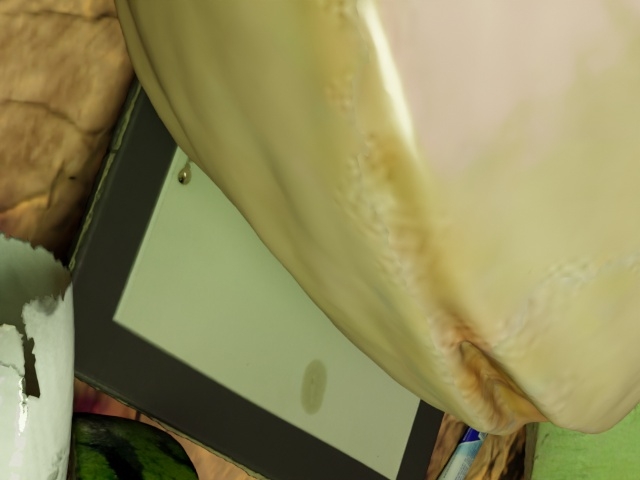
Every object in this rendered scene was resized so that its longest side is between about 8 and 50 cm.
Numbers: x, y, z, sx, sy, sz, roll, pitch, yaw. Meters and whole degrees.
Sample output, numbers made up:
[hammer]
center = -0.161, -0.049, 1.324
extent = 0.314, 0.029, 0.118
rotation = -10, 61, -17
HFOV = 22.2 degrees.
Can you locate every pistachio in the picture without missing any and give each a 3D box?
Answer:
[pistachio]
center = 0.072, -0.095, 0.747
extent = 0.445, 0.282, 0.365
rotation = 46, 38, -61

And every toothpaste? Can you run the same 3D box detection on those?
[toothpaste]
center = 0.099, 0.146, 1.110
extent = 0.083, 0.015, 0.024
rotation = -57, 139, -23

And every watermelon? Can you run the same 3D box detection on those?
[watermelon]
center = -0.092, 0.158, 0.726
extent = 0.063, 0.245, 0.119
rotation = 8, 130, -25

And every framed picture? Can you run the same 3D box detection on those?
[framed picture]
center = 0.000, 0.000, 0.887
extent = 0.347, 0.016, 0.265
rotation = 37, 66, -51

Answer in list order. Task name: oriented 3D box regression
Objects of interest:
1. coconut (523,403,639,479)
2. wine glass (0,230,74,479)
[coconut]
center = 0.278, 0.124, 1.098
extent = 0.328, 0.281, 0.328
rotation = -48, 172, -9
[wine glass]
center = -0.178, 0.154, 0.692
extent = 0.143, 0.143, 0.321
rotation = -6, 108, -48
